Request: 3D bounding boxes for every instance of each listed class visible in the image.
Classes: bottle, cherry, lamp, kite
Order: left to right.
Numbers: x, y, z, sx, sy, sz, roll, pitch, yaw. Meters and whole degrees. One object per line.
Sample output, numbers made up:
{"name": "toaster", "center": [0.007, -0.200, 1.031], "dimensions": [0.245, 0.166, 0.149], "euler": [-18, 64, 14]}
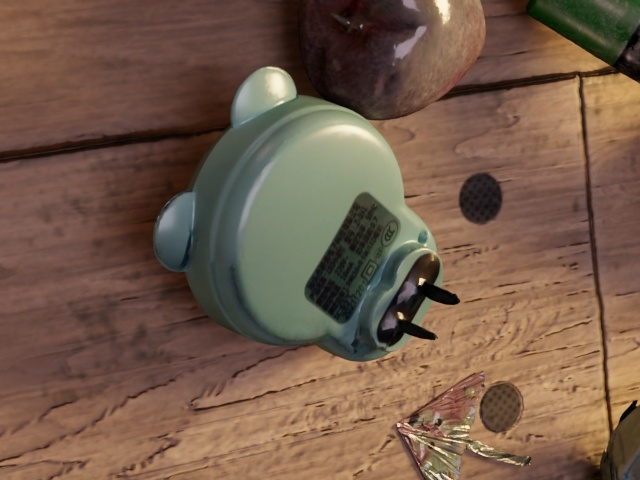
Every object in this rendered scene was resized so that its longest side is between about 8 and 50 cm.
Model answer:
{"name": "lamp", "center": [-0.007, -0.003, 1.619], "dimensions": [0.284, 0.147, 0.209], "euler": [35, 82, -26]}
{"name": "cherry", "center": [0.060, -0.191, 1.651], "dimensions": [0.176, 0.140, 0.176], "euler": [-13, 107, -51]}
{"name": "kite", "center": [0.135, 0.188, 1.792], "dimensions": [0.156, 0.011, 0.139], "euler": [20, 87, -28]}
{"name": "bottle", "center": [0.349, -0.163, 1.753], "dimensions": [0.330, 0.093, 0.093], "euler": [30, 78, 3]}

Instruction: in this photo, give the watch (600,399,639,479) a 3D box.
{"name": "watch", "center": [0.394, 0.262, 1.877], "dimensions": [0.274, 0.068, 0.276], "euler": [17, 124, -15]}
